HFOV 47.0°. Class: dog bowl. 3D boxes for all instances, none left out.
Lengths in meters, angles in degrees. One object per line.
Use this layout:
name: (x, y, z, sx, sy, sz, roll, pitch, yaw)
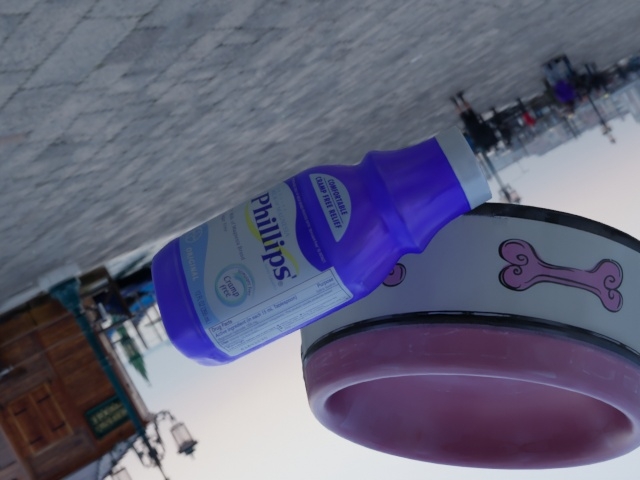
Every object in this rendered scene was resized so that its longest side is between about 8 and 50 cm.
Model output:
dog bowl: (0.163, 0.129, 0.783, 0.408, 0.407, 0.151, -31, -138, 48)

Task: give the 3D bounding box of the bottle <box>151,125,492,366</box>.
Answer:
bottle: (0.000, 0.000, 0.611, 0.282, 0.118, 0.092, -26, 149, 10)
